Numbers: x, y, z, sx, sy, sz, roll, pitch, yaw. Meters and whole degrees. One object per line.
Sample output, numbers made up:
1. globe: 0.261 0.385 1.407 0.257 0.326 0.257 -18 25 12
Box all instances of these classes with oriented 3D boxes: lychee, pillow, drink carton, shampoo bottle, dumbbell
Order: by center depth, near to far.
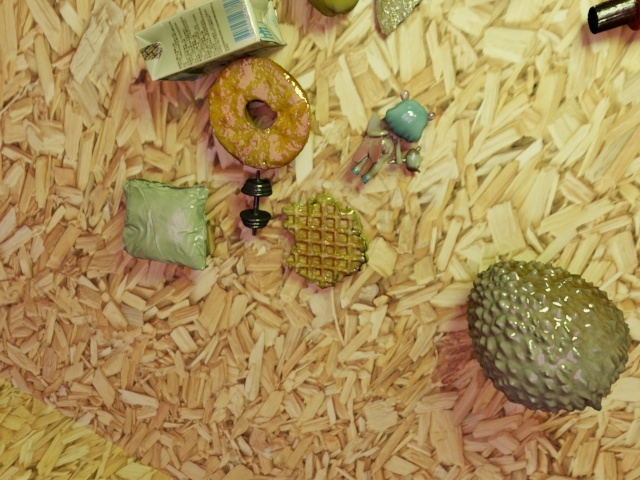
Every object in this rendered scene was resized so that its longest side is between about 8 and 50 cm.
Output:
1. shampoo bottle: 0.725 -0.516 0.874 0.278 0.104 0.104 -14 107 18
2. lychee: 0.572 0.239 1.067 0.380 0.380 0.432 -36 80 24
3. drink carton: -0.277 -0.524 1.077 0.324 0.194 0.132 -12 106 19
4. dumbbell: -0.197 -0.112 1.273 0.099 0.099 0.208 12 113 10
5. pillow: -0.505 -0.062 1.353 0.310 0.138 0.283 10 105 8

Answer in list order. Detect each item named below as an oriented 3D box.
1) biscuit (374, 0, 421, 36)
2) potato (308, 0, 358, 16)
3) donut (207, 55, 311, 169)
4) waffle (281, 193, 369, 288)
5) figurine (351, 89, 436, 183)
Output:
1. biscuit: 0.220 -0.630 0.998 0.250 0.032 0.133 -35 98 24
2. potato: 0.025 -0.645 0.984 0.154 0.137 0.200 -2 109 14
3. donut: -0.158 -0.353 1.161 0.303 0.110 0.303 5 112 12
4. waffle: 0.004 0.009 1.293 0.281 0.058 0.301 -19 104 19
5. figurine: 0.199 -0.251 1.114 0.205 0.103 0.260 40 114 -3
